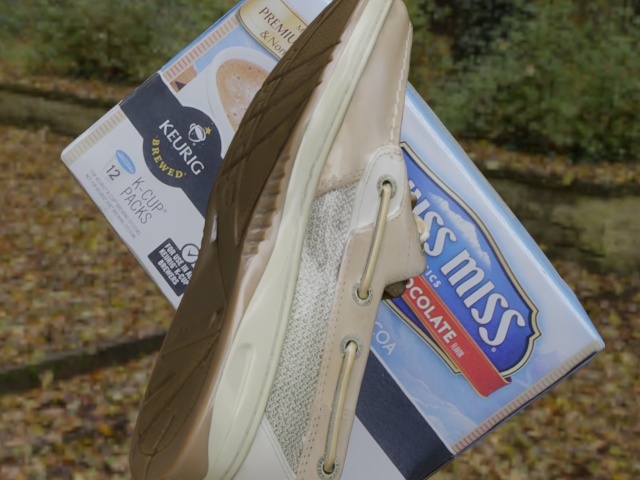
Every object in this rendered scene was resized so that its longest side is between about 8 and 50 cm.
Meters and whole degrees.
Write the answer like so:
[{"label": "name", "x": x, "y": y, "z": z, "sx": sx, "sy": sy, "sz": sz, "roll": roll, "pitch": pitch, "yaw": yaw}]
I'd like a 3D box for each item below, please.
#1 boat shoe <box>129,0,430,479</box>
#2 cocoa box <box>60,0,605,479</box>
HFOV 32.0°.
[{"label": "boat shoe", "x": 0.000, "y": 0.000, "z": 0.575, "sx": 0.098, "sy": 0.302, "sz": 0.109, "roll": 28, "pitch": -27, "yaw": -22}, {"label": "cocoa box", "x": 0.020, "y": 0.001, "z": 0.867, "sx": 0.228, "sy": 0.347, "sz": 0.231, "roll": -38, "pitch": -4, "yaw": 9}]
